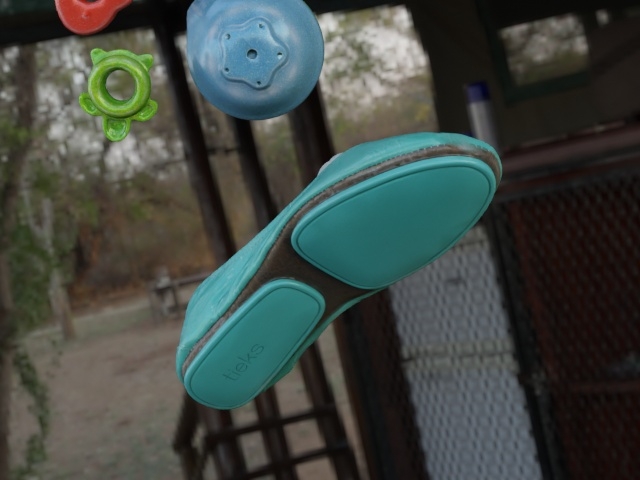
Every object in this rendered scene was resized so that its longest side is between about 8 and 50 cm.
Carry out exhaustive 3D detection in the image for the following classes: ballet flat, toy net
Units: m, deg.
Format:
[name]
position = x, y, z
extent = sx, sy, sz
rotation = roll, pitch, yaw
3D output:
[ballet flat]
position = 0.000, 0.000, 0.755
extent = 0.083, 0.087, 0.247
rotation = 31, -56, -28
[toy net]
position = -0.068, -0.168, 0.617
extent = 0.122, 0.232, 0.045
rotation = -6, 11, 2
